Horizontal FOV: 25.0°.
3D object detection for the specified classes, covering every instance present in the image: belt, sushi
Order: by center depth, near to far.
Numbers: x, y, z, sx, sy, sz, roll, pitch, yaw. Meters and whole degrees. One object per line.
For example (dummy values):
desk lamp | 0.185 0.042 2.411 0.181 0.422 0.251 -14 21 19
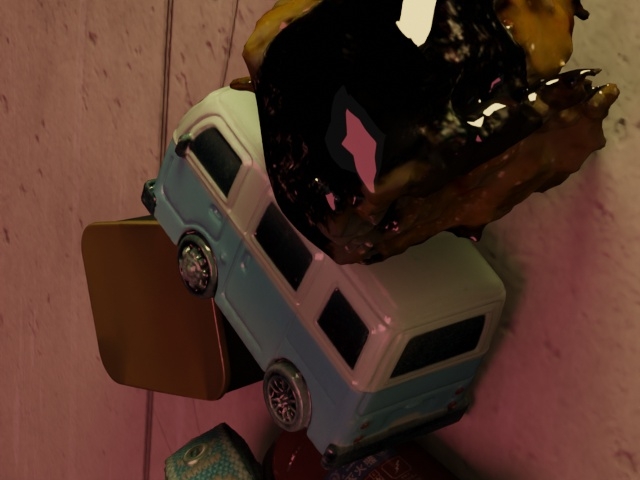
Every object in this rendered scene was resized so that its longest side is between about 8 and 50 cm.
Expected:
sushi | 0.050 -0.103 0.858 0.204 0.200 0.213 64 162 16
belt | -0.071 0.222 1.159 0.148 0.082 0.163 57 175 23

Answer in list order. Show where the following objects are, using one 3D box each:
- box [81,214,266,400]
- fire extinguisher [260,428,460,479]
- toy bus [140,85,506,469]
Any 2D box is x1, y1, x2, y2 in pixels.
box | -0.106 0.047 1.198 0.201 0.090 0.145 -1 100 53
fire extinguisher | 0.066 0.186 1.018 0.141 0.105 0.341 -52 50 1
toy bus | 0.000 0.000 1.006 0.271 0.133 0.165 52 139 29
